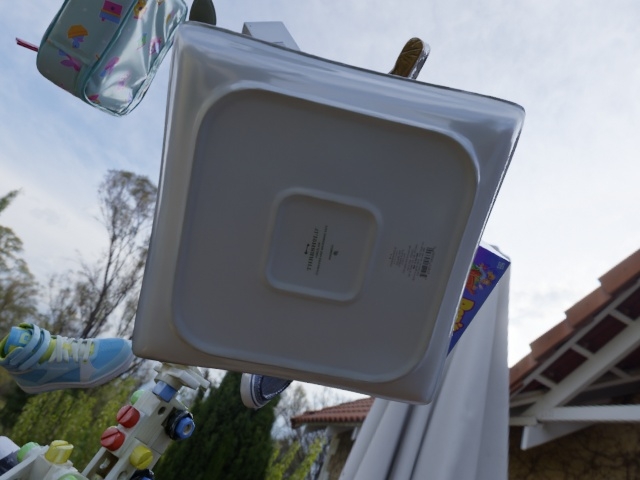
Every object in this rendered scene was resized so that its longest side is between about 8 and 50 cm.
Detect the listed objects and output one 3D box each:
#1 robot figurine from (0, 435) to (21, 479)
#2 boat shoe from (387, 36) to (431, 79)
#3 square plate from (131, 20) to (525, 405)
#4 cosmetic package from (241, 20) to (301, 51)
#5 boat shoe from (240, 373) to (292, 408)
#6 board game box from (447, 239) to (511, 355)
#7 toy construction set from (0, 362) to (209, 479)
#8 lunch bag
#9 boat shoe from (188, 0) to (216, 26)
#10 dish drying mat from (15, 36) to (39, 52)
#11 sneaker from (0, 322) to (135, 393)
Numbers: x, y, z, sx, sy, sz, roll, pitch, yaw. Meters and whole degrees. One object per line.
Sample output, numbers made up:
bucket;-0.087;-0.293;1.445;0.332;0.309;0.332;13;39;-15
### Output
robot figurine;-0.858;0.643;1.144;0.278;0.173;0.209;39;11;1
boat shoe;0.274;-0.533;1.449;0.277;0.096;0.098;-52;-121;35
square plate;0.000;0.000;0.431;0.345;0.346;0.049;12;13;-5
cosmetic package;-0.153;-0.499;1.324;0.223;0.138;0.224;61;-34;15
boat shoe;-0.051;0.282;1.076;0.158;0.340;0.127;-7;-69;27
board game box;0.241;0.142;0.936;0.078;0.346;0.233;28;14;-3
toy construction set;-0.302;0.294;0.650;0.151;0.328;0.214;26;-29;40
lunch bag;-0.350;-0.366;0.776;0.108;0.279;0.224;33;1;-3
boat shoe;-0.361;-0.641;1.330;0.081;0.068;0.227;1;-47;-14
dish drying mat;-0.482;-0.330;0.755;0.083;0.008;0.032;11;24;-45
sneaker;-0.656;0.282;1.095;0.320;0.127;0.208;-14;-46;-2
